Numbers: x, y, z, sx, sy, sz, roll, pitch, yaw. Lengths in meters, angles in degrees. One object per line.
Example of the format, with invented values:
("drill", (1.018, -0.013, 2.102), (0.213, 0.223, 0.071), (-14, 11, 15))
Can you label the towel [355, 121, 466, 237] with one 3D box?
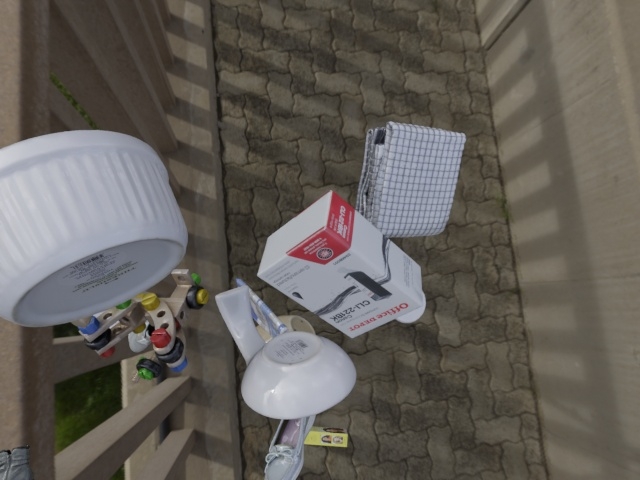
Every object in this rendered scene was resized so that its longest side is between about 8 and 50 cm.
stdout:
("towel", (0.217, -0.152, 1.053), (0.235, 0.121, 0.283), (-2, 109, -24))

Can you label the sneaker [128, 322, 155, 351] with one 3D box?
("sneaker", (-0.674, 0.358, 1.603), (0.099, 0.121, 0.262), (23, 114, -31))

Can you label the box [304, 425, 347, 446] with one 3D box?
("box", (0.000, 0.865, 1.827), (0.233, 0.087, 0.058), (4, 80, -2))

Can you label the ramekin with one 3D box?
("ramekin", (-0.238, -0.001, 0.418), (0.207, 0.207, 0.109), (-29, 78, -12))

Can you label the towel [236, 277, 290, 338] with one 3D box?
("towel", (-0.174, 0.262, 1.348), (0.034, 0.209, 0.285), (-36, 50, -20))

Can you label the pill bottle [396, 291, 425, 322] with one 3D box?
("pill bottle", (0.221, 0.177, 1.274), (0.118, 0.208, 0.117), (-1, 93, -19))

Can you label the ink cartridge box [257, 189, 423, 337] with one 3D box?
("ink cartridge box", (0.045, 0.062, 0.830), (0.273, 0.197, 0.114), (37, 38, -25))

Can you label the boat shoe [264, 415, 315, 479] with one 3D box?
("boat shoe", (-0.105, 0.650, 1.349), (0.320, 0.118, 0.103), (-59, 136, -49))

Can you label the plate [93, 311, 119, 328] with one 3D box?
("plate", (-0.654, 0.145, 1.159), (0.278, 0.277, 0.045), (44, 51, -21))

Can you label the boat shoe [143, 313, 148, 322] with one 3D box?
("boat shoe", (-0.692, 0.173, 1.337), (0.336, 0.112, 0.095), (22, 88, -7))

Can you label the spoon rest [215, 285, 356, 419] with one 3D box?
("spoon rest", (-0.062, 0.147, 0.553), (0.137, 0.276, 0.084), (-17, 114, -28))

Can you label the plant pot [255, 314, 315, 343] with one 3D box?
("plant pot", (-0.127, 0.413, 1.665), (0.284, 0.284, 0.191), (44, 113, 1))

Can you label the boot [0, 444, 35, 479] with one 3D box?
("boot", (-1.128, 0.817, 1.419), (0.247, 0.083, 0.161), (-14, 83, -26))

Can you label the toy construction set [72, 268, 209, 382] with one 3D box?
("toy construction set", (-0.410, 0.141, 0.948), (0.308, 0.258, 0.237), (50, 41, -29))
